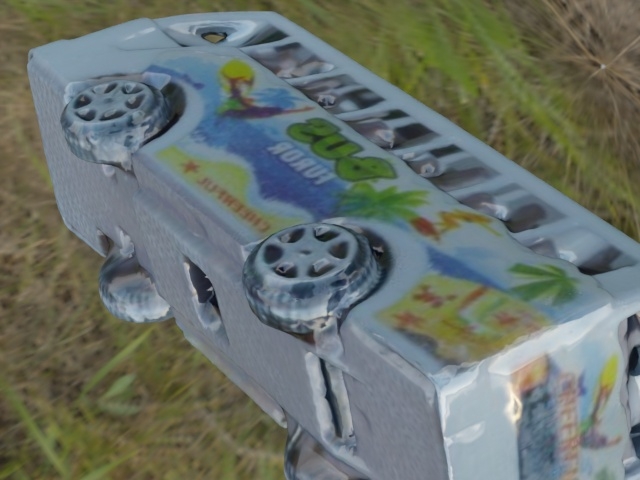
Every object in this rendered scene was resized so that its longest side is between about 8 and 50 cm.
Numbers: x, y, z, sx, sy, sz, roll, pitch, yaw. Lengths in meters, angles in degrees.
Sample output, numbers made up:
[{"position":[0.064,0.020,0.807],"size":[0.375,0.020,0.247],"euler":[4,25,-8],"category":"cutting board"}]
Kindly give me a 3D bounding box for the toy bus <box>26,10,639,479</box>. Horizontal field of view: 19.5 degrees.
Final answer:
[{"position":[0.000,0.000,0.752],"size":[0.136,0.330,0.109],"euler":[-25,127,-22],"category":"toy bus"}]
